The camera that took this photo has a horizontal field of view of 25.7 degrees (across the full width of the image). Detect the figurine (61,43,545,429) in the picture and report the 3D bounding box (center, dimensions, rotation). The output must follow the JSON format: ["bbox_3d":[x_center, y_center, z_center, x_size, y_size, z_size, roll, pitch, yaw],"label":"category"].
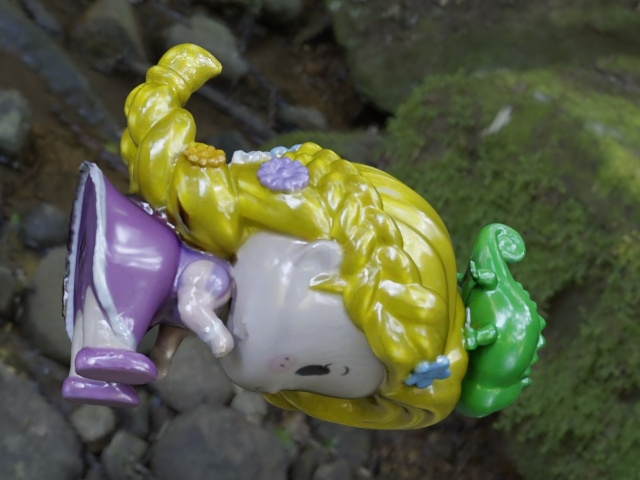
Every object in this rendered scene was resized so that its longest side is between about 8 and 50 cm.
[{"bbox_3d":[0.000,0.000,0.444,0.156,0.095,0.115,7,77,-15],"label":"figurine"}]
